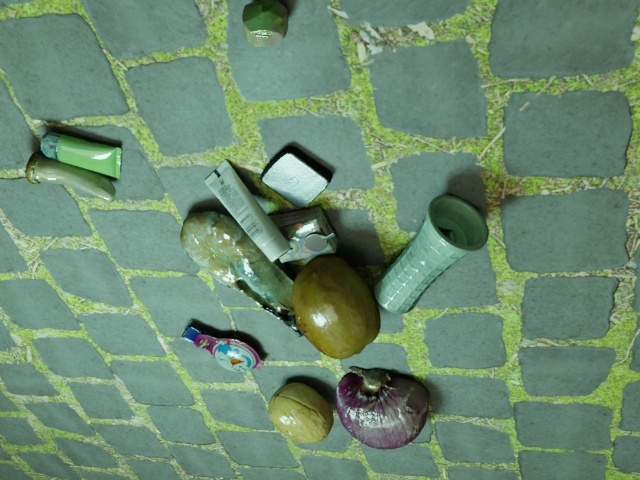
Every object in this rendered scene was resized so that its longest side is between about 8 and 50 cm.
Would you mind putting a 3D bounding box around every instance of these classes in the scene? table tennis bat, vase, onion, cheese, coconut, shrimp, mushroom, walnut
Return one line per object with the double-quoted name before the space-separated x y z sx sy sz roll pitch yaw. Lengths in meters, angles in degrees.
"table tennis bat" 0.000 0.000 1.588 0.083 0.007 0.050 -26 122 34
"vase" 0.226 0.043 1.569 0.143 0.143 0.299 25 139 -9
"onion" 0.175 0.528 2.053 0.267 0.159 0.348 2 134 18
"cheese" -0.275 0.309 2.029 0.244 0.062 0.155 27 137 -11
"coconut" -0.096 -0.385 1.264 0.083 0.082 0.081 56 167 14
"shrimp" -0.167 0.093 1.756 0.221 0.110 0.445 -23 121 41
"mushroom" -0.570 -0.143 1.645 0.209 0.084 0.071 17 105 -4
"walnut" 0.038 0.170 1.690 0.203 0.203 0.298 -7 125 22
"walnut" -0.057 0.502 2.094 0.165 0.165 0.197 -31 111 38

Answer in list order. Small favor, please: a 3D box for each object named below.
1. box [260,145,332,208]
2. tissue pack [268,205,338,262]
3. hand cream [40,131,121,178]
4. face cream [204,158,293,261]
"box" -0.054 -0.136 1.543 0.125 0.027 0.126 35 134 -16
"tissue pack" -0.047 -0.012 1.637 0.148 0.060 0.108 -10 132 26
"hand cream" -0.534 -0.196 1.607 0.175 0.046 0.095 13 136 -7
"face cream" -0.159 -0.059 1.587 0.092 0.058 0.243 -38 90 38
